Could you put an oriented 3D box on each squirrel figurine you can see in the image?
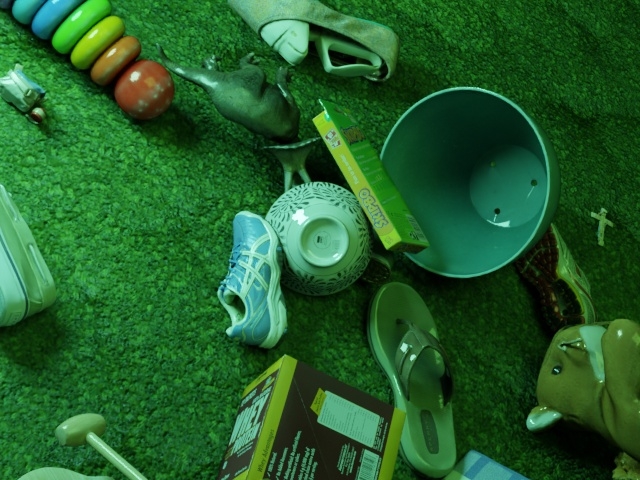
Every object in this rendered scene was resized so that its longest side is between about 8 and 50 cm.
[{"bbox_3d":[0.496,0.286,1.815,0.281,0.370,0.396,-29,109,-39],"label":"squirrel figurine"}]

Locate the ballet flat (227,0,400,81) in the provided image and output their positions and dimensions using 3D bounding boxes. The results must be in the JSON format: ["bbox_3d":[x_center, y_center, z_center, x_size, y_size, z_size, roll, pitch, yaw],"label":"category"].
[{"bbox_3d":[-0.005,-0.334,2.003,0.316,0.107,0.106,12,65,-23],"label":"ballet flat"}]

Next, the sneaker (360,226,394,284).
[{"bbox_3d":[0.030,-0.010,1.868,0.192,0.064,0.086,31,37,-6],"label":"sneaker"}]

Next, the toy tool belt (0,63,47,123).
[{"bbox_3d":[-0.413,-0.211,1.728,0.083,0.052,0.051,41,59,-5],"label":"toy tool belt"}]

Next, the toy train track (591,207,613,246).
[{"bbox_3d":[0.506,-0.026,2.175,0.048,0.014,0.083,26,54,-15],"label":"toy train track"}]

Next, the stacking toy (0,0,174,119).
[{"bbox_3d":[-0.348,-0.306,1.783,0.330,0.141,0.141,47,51,-6],"label":"stacking toy"}]

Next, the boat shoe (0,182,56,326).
[{"bbox_3d":[-0.443,-0.030,1.589,0.094,0.109,0.302,-16,81,-51],"label":"boat shoe"}]

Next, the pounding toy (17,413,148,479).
[{"bbox_3d":[-0.290,0.335,1.418,0.154,0.155,0.269,-5,66,-37],"label":"pounding toy"}]

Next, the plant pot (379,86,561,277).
[{"bbox_3d":[0.262,-0.088,1.930,0.195,0.290,0.290,0,61,-58],"label":"plant pot"}]

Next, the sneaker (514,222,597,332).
[{"bbox_3d":[0.392,0.058,2.031,0.093,0.088,0.225,9,57,-50],"label":"sneaker"}]

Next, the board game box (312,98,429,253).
[{"bbox_3d":[0.073,-0.098,1.858,0.259,0.039,0.124,63,21,15],"label":"board game box"}]

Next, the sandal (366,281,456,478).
[{"bbox_3d":[0.154,0.198,1.798,0.120,0.086,0.302,0,63,-30],"label":"sandal"}]

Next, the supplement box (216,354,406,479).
[{"bbox_3d":[-0.016,0.291,1.618,0.194,0.129,0.191,27,54,-14],"label":"supplement box"}]

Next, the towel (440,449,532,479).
[{"bbox_3d":[0.220,0.424,1.690,0.209,0.034,0.285,26,44,26],"label":"towel"}]

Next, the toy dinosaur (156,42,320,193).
[{"bbox_3d":[-0.102,-0.211,1.821,0.313,0.121,0.160,42,16,-32],"label":"toy dinosaur"}]

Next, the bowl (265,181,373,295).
[{"bbox_3d":[0.000,0.000,1.773,0.170,0.080,0.170,0,93,-6],"label":"bowl"}]

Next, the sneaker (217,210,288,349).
[{"bbox_3d":[-0.102,0.051,1.738,0.081,0.080,0.211,5,61,-30],"label":"sneaker"}]
